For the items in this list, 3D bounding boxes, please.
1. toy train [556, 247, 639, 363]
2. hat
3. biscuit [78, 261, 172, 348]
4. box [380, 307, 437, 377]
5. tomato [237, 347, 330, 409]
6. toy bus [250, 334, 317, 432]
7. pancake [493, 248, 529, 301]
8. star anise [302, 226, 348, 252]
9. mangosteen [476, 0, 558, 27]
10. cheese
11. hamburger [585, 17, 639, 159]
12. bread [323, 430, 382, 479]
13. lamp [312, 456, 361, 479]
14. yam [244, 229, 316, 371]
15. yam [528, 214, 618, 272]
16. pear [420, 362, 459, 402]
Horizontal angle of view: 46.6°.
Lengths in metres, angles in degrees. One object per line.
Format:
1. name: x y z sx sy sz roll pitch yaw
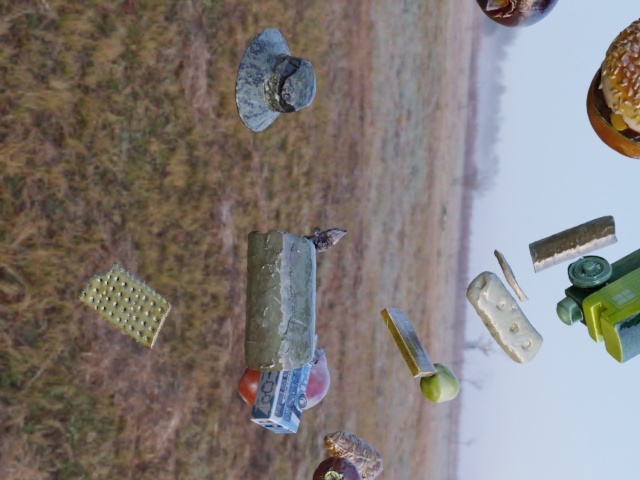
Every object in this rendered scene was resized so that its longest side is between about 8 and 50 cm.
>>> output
1. toy train: 0.793 0.110 1.761 0.272 0.442 0.179 52 -11 56
2. hat: -0.084 -0.369 1.748 0.265 0.129 0.265 -44 141 -51
3. biscuit: -0.420 0.132 1.601 0.144 0.203 0.016 -59 170 24
4. box: 0.184 0.213 1.557 0.089 0.022 0.156 14 44 -60
5. tomato: -0.106 0.506 2.518 0.335 0.290 0.176 21 33 -51
6. toy bus: -0.102 0.396 2.141 0.131 0.106 0.297 32 58 -37
7. pancake: 0.437 0.081 1.713 0.139 0.022 0.139 55 13 -20
8. star anise: -0.010 0.005 1.830 0.129 0.124 0.056 -35 116 -36
9. mangosteen: 0.472 -0.624 1.824 0.261 0.236 0.235 -48 150 -30
10. cheese: 0.290 0.125 1.170 0.194 0.065 0.043 48 -5 -33
11. hamburger: 0.810 -0.366 1.753 0.250 0.330 0.329 54 37 -74
12. bread: 0.086 0.535 1.801 0.233 0.105 0.076 45 -3 -39
13. lamp: 0.033 0.481 1.475 0.090 0.101 0.101 59 31 -59
14. yam: -0.090 0.134 1.648 0.168 0.168 0.304 43 47 -80
15. yam: 0.731 0.009 2.152 0.093 0.259 0.093 59 18 -31
16. pear: 0.266 0.323 1.685 0.097 0.092 0.092 60 17 -17
